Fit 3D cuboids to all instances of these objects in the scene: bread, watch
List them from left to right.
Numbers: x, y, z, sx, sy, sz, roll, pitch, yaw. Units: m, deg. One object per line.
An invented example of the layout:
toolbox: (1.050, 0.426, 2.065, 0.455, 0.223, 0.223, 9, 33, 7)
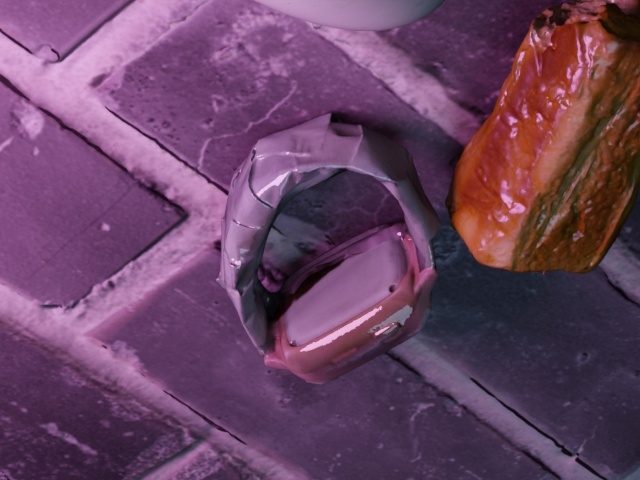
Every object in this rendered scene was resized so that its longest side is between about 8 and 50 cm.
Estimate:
watch: (0.000, 0.000, 2.088, 0.253, 0.162, 0.241, -31, 125, 16)
bread: (0.262, -0.119, 2.030, 0.195, 0.149, 0.344, 2, 133, -30)

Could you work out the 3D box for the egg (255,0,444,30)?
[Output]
egg: (-0.010, -0.311, 1.727, 0.230, 0.230, 0.371, -37, 134, 22)
